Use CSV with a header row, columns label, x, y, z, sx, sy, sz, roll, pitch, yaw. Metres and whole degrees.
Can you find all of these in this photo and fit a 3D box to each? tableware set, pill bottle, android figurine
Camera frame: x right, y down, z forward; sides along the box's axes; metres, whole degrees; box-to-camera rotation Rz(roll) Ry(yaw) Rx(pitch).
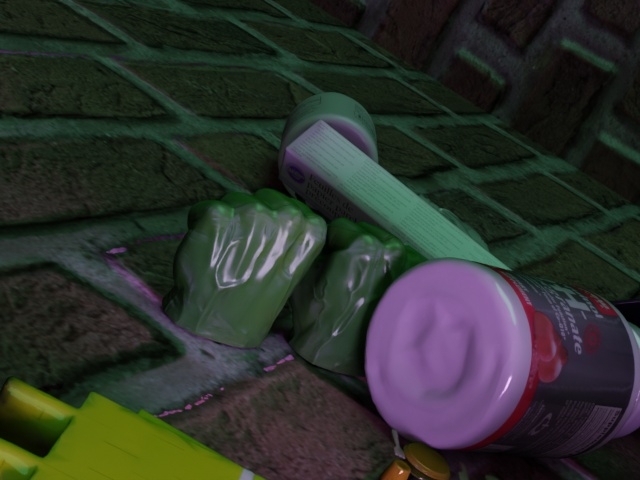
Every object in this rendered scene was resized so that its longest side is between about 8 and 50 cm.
label,x,y,z,sx,sy,sz,roll,pitch,yaw
tableware set,0.121,0.225,1.243,0.154,0.024,0.104,27,19,-13
pill bottle,0.203,0.123,1.410,0.318,0.176,0.176,13,22,-49
pill bottle,0.012,-0.130,1.952,0.131,0.131,0.229,28,15,-7
android figurine,-0.099,0.182,0.912,0.273,0.056,0.248,28,15,-4

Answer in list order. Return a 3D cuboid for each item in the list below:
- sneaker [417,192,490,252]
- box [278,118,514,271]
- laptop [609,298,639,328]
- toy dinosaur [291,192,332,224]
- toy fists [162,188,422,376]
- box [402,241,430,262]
label,x,y,z,sx,sy,sz,roll,pitch,yaw
sneaker,0.158,0.023,1.764,0.152,0.114,0.305,29,16,-2
box,0.096,-0.007,1.599,0.324,0.063,0.067,38,59,14
laptop,0.367,0.096,1.671,0.234,0.136,0.264,-5,13,8
toy dinosaur,0.000,0.000,1.672,0.118,0.064,0.268,34,11,2
toy fists,-0.018,0.032,1.370,0.279,0.142,0.096,19,19,-36
box,0.084,0.069,1.512,0.101,0.102,0.087,38,19,23
